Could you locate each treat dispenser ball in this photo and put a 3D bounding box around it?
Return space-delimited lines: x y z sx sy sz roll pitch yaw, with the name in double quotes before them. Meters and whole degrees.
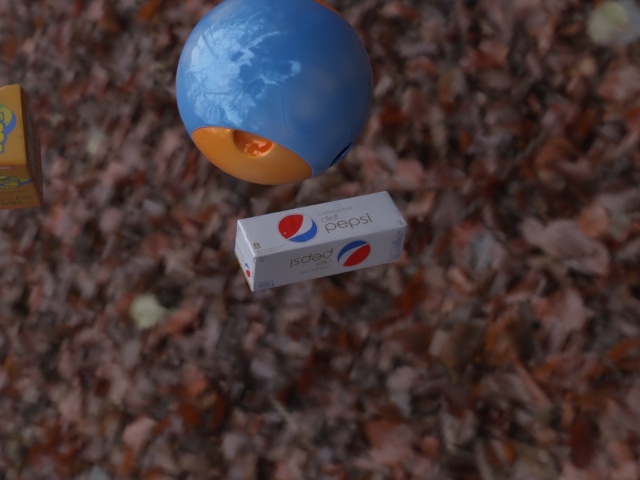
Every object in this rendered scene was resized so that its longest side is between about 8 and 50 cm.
"treat dispenser ball" -0.067 -0.224 2.165 0.288 0.288 0.288 -33 45 40

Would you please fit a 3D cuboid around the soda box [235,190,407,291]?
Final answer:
"soda box" 0.000 0.000 1.950 0.069 0.216 0.074 99 153 -44

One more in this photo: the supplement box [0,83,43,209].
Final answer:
"supplement box" -0.306 -0.084 1.391 0.233 0.078 0.080 122 143 -78
